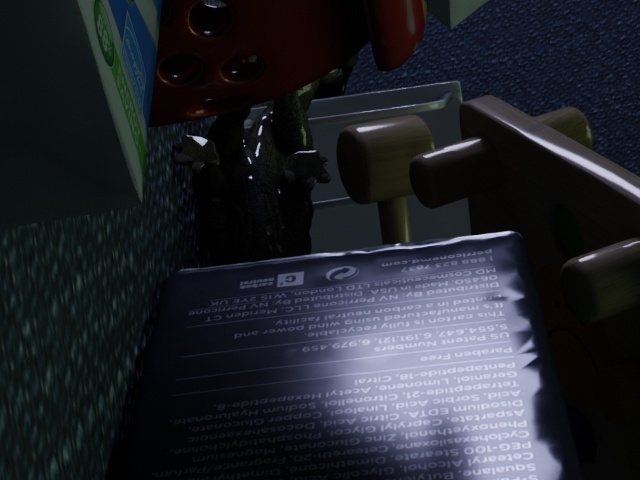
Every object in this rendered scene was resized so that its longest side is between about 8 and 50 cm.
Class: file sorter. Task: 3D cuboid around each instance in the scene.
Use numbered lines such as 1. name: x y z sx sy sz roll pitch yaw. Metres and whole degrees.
1. file sorter: 0.033 0.022 1.222 0.173 0.192 0.278 -45 128 -80

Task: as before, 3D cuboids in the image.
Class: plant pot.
1. plant pot: -0.039 -0.157 0.749 0.191 0.174 0.191 -6 90 -84

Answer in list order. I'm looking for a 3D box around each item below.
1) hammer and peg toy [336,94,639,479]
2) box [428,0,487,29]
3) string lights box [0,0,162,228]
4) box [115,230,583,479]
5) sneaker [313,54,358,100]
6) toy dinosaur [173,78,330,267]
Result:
1. hammer and peg toy: 0.148 0.045 0.996 0.361 0.127 0.266 -140 -144 -58
2. box: 0.103 -0.437 1.675 0.345 0.215 0.168 45 -14 27
3. string lights box: -0.103 -0.135 0.503 0.260 0.076 0.133 -92 171 -50
4. box: 0.030 0.216 0.737 0.395 0.212 0.294 -89 171 -65
5. sneaker: -0.013 -0.242 1.613 0.276 0.097 0.135 78 5 -58
6. toy dinosaur: -0.043 -0.035 1.044 0.160 0.121 0.313 95 -11 -46
